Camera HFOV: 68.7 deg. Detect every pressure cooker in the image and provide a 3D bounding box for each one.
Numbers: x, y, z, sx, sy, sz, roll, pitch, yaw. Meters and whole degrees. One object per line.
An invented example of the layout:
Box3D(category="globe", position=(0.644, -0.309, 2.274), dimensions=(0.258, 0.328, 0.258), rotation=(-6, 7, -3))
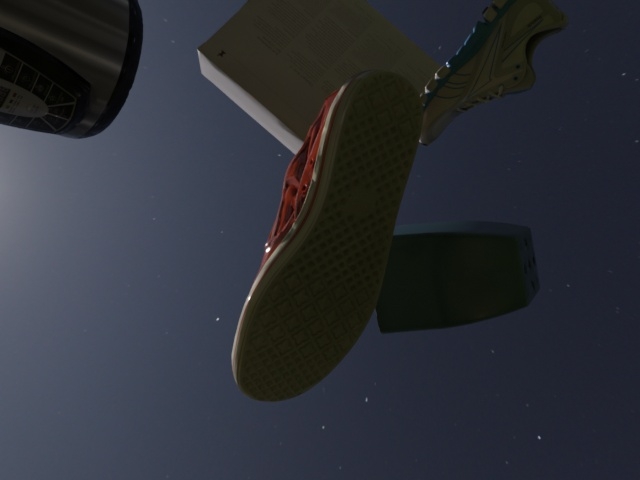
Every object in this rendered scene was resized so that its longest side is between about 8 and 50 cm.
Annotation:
Box3D(category="pressure cooker", position=(-0.612, -0.411, 0.887), dimensions=(0.376, 0.420, 0.369), rotation=(18, -86, 40))

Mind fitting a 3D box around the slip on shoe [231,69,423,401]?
Box3D(category="slip on shoe", position=(0.000, 0.000, 0.460), dimensions=(0.123, 0.101, 0.331), rotation=(18, -87, -25))

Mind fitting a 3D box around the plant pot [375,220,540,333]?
Box3D(category="plant pot", position=(0.223, 0.048, 0.775), dimensions=(0.234, 0.165, 0.165), rotation=(-9, -85, 35))

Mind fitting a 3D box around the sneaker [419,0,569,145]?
Box3D(category="sneaker", position=(0.174, -0.169, 0.491), dimensions=(0.083, 0.071, 0.190), rotation=(46, -58, 15))

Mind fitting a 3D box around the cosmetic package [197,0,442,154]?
Box3D(category="cosmetic package", position=(0.016, -0.296, 0.856), dimensions=(0.377, 0.097, 0.284), rotation=(41, -105, -1))
